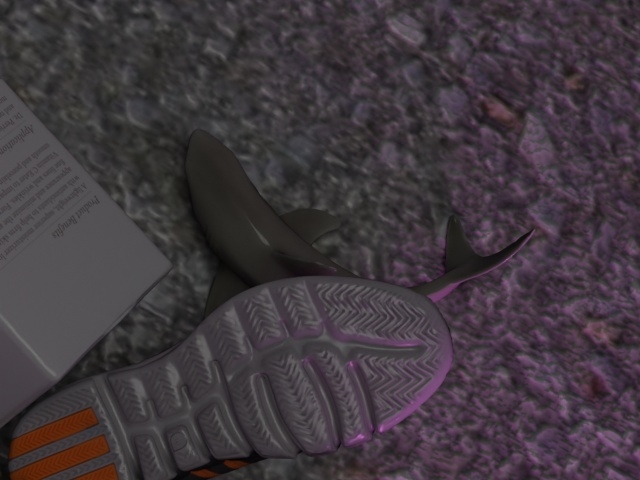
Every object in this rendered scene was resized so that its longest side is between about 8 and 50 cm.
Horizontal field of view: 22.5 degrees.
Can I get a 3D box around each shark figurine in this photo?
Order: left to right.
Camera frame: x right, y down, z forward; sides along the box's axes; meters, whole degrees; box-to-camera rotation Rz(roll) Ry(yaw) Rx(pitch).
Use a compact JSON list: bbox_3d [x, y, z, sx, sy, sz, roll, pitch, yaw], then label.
[{"bbox_3d":[0.018,0.023,1.258,0.278,0.116,0.166,16,77,-14],"label":"shark figurine"}]

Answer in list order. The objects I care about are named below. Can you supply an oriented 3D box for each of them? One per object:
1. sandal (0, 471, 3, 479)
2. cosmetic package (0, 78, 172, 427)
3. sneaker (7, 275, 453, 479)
[{"bbox_3d":[-0.269,0.169,1.144,0.240,0.088,0.079,35,77,-5],"label":"sandal"},{"bbox_3d":[-0.238,0.021,1.121,0.184,0.151,0.151,49,42,-6],"label":"cosmetic package"},{"bbox_3d":[-0.059,0.108,1.164,0.321,0.180,0.125,-17,85,6],"label":"sneaker"}]
